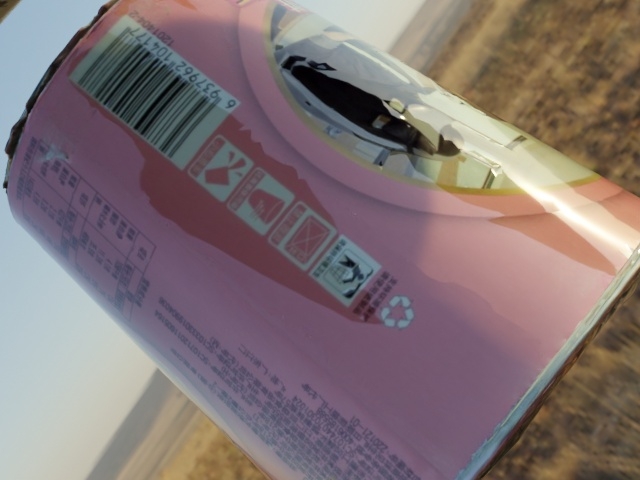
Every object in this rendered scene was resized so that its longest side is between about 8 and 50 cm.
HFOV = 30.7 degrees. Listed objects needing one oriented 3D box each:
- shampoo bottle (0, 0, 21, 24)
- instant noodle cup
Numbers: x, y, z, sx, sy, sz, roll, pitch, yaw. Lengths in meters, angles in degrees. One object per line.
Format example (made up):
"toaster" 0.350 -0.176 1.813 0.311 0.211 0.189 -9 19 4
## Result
"shampoo bottle" -0.326 -0.215 1.000 0.134 0.078 0.359 -8 -14 -42
"instant noodle cup" 0.000 0.000 0.552 0.244 0.255 0.244 -50 -12 -14
